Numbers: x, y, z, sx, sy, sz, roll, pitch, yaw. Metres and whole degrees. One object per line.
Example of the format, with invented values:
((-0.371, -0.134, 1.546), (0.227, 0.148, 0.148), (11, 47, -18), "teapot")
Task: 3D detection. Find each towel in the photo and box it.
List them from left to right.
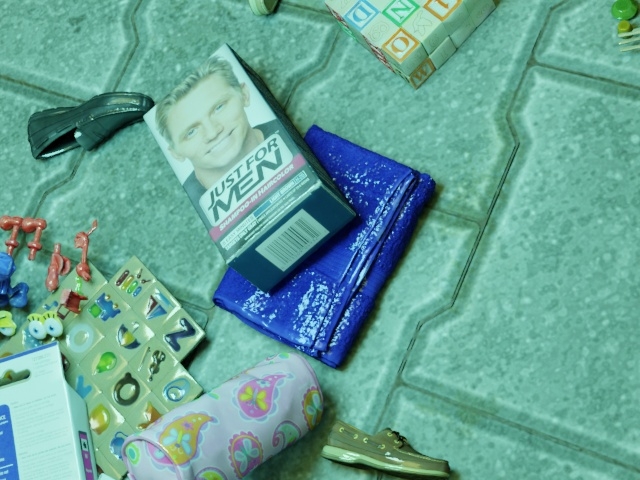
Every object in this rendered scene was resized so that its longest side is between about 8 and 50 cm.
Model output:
((0.000, 0.000, 1.899), (0.227, 0.076, 0.308), (25, 80, 26), "towel")

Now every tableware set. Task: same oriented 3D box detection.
((0.484, -0.311, 1.873), (0.154, 0.024, 0.104), (-10, 63, 18), "tableware set")

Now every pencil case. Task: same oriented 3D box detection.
((-0.120, 0.246, 1.740), (0.124, 0.284, 0.124), (20, 122, 35), "pencil case")

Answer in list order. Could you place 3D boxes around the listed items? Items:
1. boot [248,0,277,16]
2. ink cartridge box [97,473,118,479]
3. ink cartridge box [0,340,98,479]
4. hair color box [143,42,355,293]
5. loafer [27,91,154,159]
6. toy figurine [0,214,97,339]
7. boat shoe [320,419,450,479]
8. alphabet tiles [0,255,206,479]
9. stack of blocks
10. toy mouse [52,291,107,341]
((-0.014, -0.436, 2.077), (0.165, 0.077, 0.213), (12, 71, 22), "boot")
((-0.232, 0.403, 1.770), (0.128, 0.176, 0.127), (22, 79, 26), "ink cartridge box")
((-0.406, 0.344, 1.904), (0.175, 0.069, 0.371), (-18, 72, 14), "ink cartridge box")
((-0.109, -0.109, 1.916), (0.174, 0.105, 0.347), (-41, 48, 8), "hair color box")
((-0.358, -0.177, 2.107), (0.223, 0.076, 0.078), (-12, 71, 21), "loafer")
((-0.534, 0.016, 1.978), (0.362, 0.217, 0.191), (1, 68, 31), "toy figurine")
((0.087, 0.275, 1.766), (0.178, 0.064, 0.060), (8, 75, 26), "boat shoe")
((-0.333, 0.201, 1.956), (0.342, 0.011, 0.285), (-47, 67, 4), "alphabet tiles")
((0.175, -0.390, 1.980), (0.297, 0.087, 0.171), (-46, 62, -2), "stack of blocks")
((-0.364, 0.109, 2.017), (0.161, 0.031, 0.143), (-48, 62, -2), "toy mouse")
